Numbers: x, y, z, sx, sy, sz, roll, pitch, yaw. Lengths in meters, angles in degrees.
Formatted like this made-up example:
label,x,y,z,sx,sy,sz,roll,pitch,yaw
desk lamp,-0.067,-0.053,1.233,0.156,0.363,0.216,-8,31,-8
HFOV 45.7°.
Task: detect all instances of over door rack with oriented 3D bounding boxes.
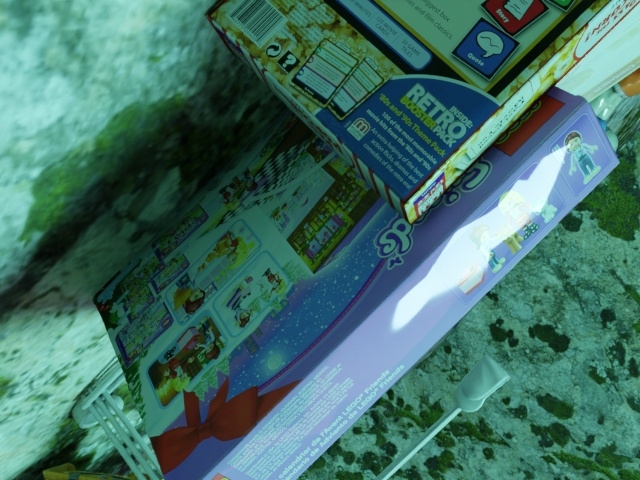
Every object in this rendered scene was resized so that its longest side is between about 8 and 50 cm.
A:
label,x,y,z,sx,sy,sz,roll,pitch,yaw
over door rack,-0.031,0.124,0.623,0.324,0.239,0.108,-48,162,17

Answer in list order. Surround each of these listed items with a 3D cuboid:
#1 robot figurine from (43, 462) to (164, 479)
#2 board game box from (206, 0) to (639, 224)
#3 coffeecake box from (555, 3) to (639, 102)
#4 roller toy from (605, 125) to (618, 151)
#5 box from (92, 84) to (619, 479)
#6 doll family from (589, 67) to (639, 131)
label,x,y,z,sx,sy,sz,roll,pitch,yaw
robot figurine,-0.195,0.281,0.778,0.291,0.211,0.085,70,27,-70
board game box,0.062,-0.127,0.385,0.193,0.147,0.045,-44,164,0
coffeecake box,0.199,-0.175,0.591,0.185,0.068,0.142,-4,156,-41
roller toy,0.299,-0.103,1.034,0.191,0.146,0.209,-41,163,-15
box,0.000,0.000,0.467,0.293,0.201,0.057,-44,130,2
doll family,0.287,-0.227,0.806,0.263,0.118,0.163,5,138,-46
